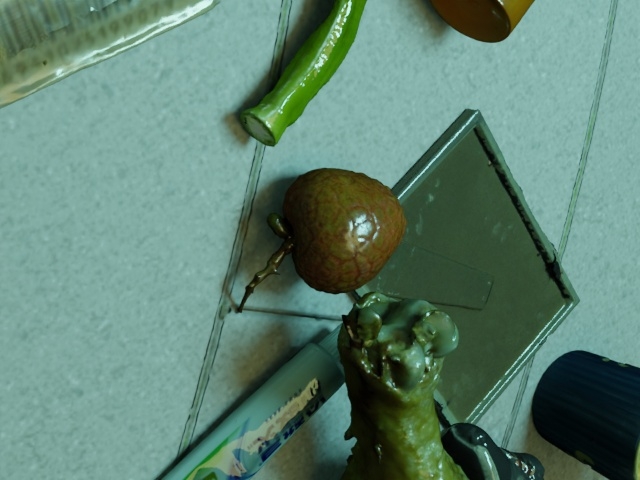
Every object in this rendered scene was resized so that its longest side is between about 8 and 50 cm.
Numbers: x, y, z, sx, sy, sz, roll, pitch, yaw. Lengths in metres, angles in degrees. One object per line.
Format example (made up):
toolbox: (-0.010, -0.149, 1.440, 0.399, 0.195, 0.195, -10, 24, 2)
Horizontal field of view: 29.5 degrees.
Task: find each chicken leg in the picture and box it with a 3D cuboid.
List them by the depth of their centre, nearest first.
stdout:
chicken leg: (0.083, 0.213, 1.075, 0.152, 0.201, 0.429, -69, 155, -54)

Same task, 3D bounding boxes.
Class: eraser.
eraser: (-0.242, -0.127, 0.758, 0.343, 0.144, 0.078, -31, 123, -26)

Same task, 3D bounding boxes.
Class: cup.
cup: (0.326, 0.199, 1.284, 0.176, 0.155, 0.131, 42, 78, -39)

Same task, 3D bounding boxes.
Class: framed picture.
framed picture: (0.142, 0.040, 1.180, 0.209, 0.019, 0.281, -45, 126, -16)

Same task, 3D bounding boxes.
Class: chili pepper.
chili pepper: (0.000, -0.168, 0.992, 0.201, 0.050, 0.052, -63, 166, -6)

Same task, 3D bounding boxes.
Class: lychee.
lychee: (0.006, 0.000, 1.011, 0.140, 0.101, 0.114, -33, 132, -31)

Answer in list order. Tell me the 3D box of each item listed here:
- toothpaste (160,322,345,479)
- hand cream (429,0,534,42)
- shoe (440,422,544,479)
toothpaste: (-0.073, 0.183, 1.051, 0.297, 0.048, 0.074, -44, 124, -14)
hand cream: (0.209, -0.320, 1.074, 0.314, 0.089, 0.139, -51, 129, -18)
shoe: (0.179, 0.258, 1.237, 0.112, 0.099, 0.227, -36, 127, -31)
